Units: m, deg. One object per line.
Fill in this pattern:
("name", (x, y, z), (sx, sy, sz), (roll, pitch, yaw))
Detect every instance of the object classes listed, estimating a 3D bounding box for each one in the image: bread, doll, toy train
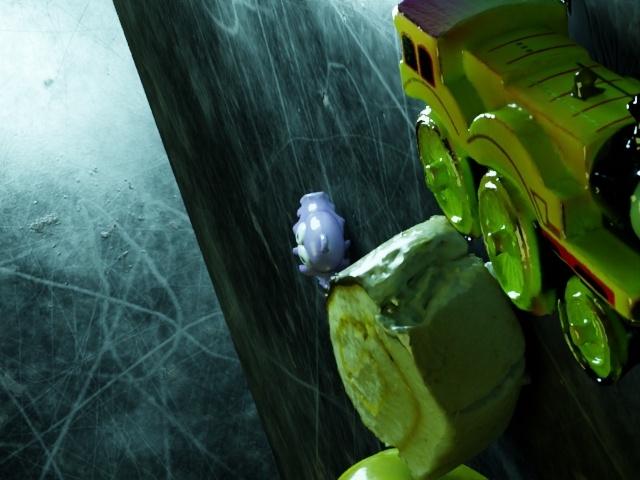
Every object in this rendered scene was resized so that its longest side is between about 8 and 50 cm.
("bread", (0.093, 0.084, 1.123), (0.186, 0.124, 0.257), (58, 165, 19))
("doll", (0.000, 0.000, 1.546), (0.206, 0.067, 0.109), (-137, 36, -88))
("toy train", (0.135, -0.042, 0.743), (0.296, 0.101, 0.160), (-128, 22, -56))

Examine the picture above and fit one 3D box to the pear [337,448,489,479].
("pear", (0.101, 0.341, 1.224), (0.307, 0.253, 0.253), (59, 168, 3))
